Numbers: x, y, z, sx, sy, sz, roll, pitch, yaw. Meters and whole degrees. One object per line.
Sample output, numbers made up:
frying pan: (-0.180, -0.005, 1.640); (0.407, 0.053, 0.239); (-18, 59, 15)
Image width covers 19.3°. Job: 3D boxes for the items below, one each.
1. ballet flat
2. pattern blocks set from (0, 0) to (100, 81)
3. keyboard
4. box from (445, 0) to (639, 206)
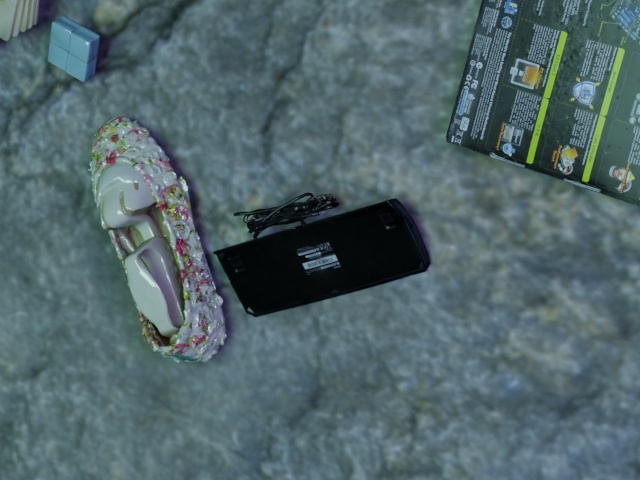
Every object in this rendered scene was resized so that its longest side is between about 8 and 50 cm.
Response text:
ballet flat: (-0.153, -0.002, 1.686); (0.091, 0.077, 0.241); (-30, 80, 29)
pattern blocks set: (-0.331, -0.283, 1.722); (0.324, 0.026, 0.285); (22, 129, 24)
keyboard: (0.000, 0.000, 1.635); (0.192, 0.038, 0.100); (-15, 111, 28)
box: (0.208, -0.142, 1.491); (0.184, 0.045, 0.191); (19, 103, 24)
